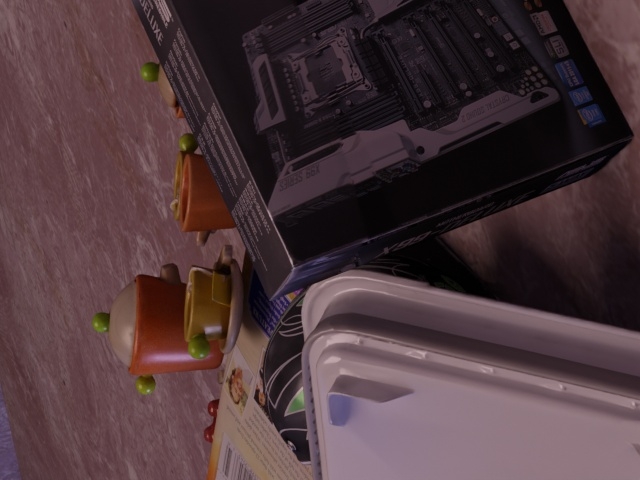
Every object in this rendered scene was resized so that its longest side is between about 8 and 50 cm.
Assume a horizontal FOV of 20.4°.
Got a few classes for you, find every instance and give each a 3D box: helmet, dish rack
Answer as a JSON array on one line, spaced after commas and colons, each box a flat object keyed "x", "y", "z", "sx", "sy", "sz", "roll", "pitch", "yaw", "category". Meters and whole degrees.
[{"x": 0.041, "y": 0.092, "z": 1.278, "sx": 0.161, "sy": 0.169, "sz": 0.169, "roll": 20, "pitch": 145, "yaw": 9, "category": "helmet"}, {"x": 0.134, "y": 0.171, "z": 1.130, "sx": 0.333, "sy": 0.072, "sz": 0.285, "roll": 11, "pitch": 129, "yaw": 21, "category": "dish rack"}]

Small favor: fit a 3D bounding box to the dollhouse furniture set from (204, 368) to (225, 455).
[{"x": -0.025, "y": 0.320, "z": 1.909, "sx": 0.201, "sy": 0.152, "sz": 0.374, "roll": 138, "pitch": 127, "yaw": -69, "category": "dollhouse furniture set"}]

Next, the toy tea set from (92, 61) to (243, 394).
[{"x": -0.145, "y": -0.025, "z": 1.672, "sx": 0.200, "sy": 0.124, "sz": 0.336, "roll": 114, "pitch": 157, "yaw": -62, "category": "toy tea set"}]

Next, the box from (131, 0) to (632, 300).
[{"x": 0.019, "y": -0.147, "z": 1.128, "sx": 0.307, "sy": 0.242, "sz": 0.076, "roll": 66, "pitch": 160, "yaw": 12, "category": "box"}]

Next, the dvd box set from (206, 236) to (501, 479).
[{"x": 0.014, "y": 0.151, "z": 1.551, "sx": 0.307, "sy": 0.062, "sz": 0.420, "roll": 47, "pitch": 136, "yaw": 45, "category": "dvd box set"}]
